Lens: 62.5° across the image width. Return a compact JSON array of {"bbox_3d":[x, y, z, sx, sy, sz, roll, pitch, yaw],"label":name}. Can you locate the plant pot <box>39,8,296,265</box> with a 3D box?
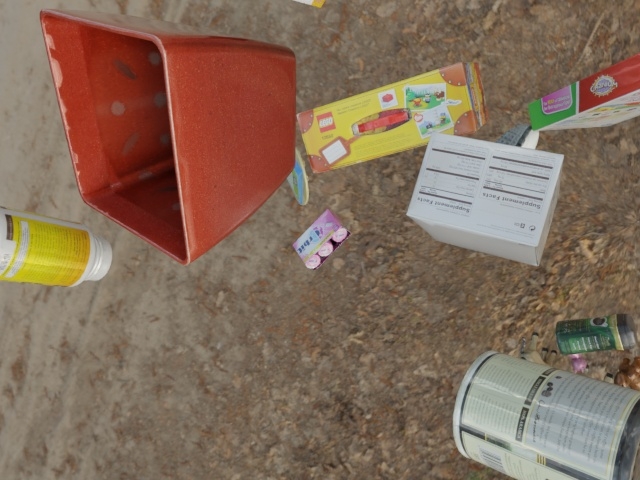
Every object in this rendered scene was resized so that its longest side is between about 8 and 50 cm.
[{"bbox_3d":[-0.178,-0.168,0.720,0.268,0.236,0.267,25,127,34],"label":"plant pot"}]

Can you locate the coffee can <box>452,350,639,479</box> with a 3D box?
[{"bbox_3d":[0.390,0.312,0.865,0.276,0.202,0.201,9,97,47],"label":"coffee can"}]

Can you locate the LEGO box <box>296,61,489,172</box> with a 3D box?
[{"bbox_3d":[0.240,-0.386,1.648,0.501,0.372,0.193,-11,102,26],"label":"LEGO box"}]

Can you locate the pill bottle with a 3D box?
[{"bbox_3d":[-0.469,0.016,0.890,0.117,0.215,0.117,-7,77,31],"label":"pill bottle"}]

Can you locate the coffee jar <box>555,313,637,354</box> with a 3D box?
[{"bbox_3d":[0.715,0.244,1.370,0.185,0.096,0.079,-15,104,33],"label":"coffee jar"}]

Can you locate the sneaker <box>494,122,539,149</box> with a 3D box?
[{"bbox_3d":[0.461,-0.137,1.277,0.130,0.111,0.296,8,119,-11],"label":"sneaker"}]

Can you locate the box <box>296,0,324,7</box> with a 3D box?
[{"bbox_3d":[-0.047,-0.296,0.553,0.081,0.136,0.028,147,124,-64],"label":"box"}]

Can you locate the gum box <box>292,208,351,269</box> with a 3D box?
[{"bbox_3d":[0.000,0.000,1.780,0.188,0.062,0.107,-46,46,11],"label":"gum box"}]

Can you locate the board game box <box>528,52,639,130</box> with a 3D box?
[{"bbox_3d":[0.634,-0.305,1.077,0.317,0.243,0.064,165,97,-67],"label":"board game box"}]

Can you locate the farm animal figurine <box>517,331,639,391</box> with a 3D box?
[{"bbox_3d":[0.744,0.429,1.508,0.331,0.172,0.326,7,138,37],"label":"farm animal figurine"}]

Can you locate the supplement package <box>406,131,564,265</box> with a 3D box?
[{"bbox_3d":[0.291,-0.062,0.914,0.204,0.262,0.145,16,87,24],"label":"supplement package"}]

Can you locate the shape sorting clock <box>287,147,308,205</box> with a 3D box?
[{"bbox_3d":[-0.076,-0.213,1.684,0.041,0.206,0.206,-18,80,-12],"label":"shape sorting clock"}]
